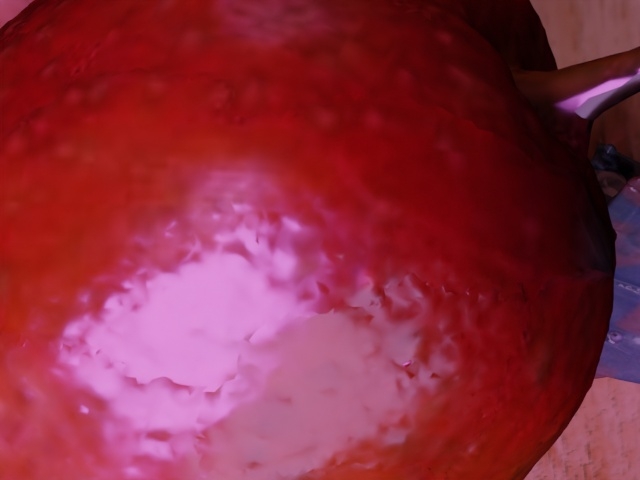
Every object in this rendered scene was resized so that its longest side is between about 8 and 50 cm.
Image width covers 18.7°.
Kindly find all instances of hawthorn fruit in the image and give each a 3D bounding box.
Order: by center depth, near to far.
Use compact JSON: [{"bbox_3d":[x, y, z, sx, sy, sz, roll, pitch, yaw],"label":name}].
[{"bbox_3d":[0.000,0.000,0.771,0.369,0.284,0.285,-31,140,25],"label":"hawthorn fruit"}]

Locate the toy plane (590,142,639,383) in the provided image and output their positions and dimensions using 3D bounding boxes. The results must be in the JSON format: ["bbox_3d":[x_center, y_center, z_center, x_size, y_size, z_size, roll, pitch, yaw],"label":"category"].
[{"bbox_3d":[0.169,0.038,1.018,0.326,0.104,0.223,10,143,-32],"label":"toy plane"}]
